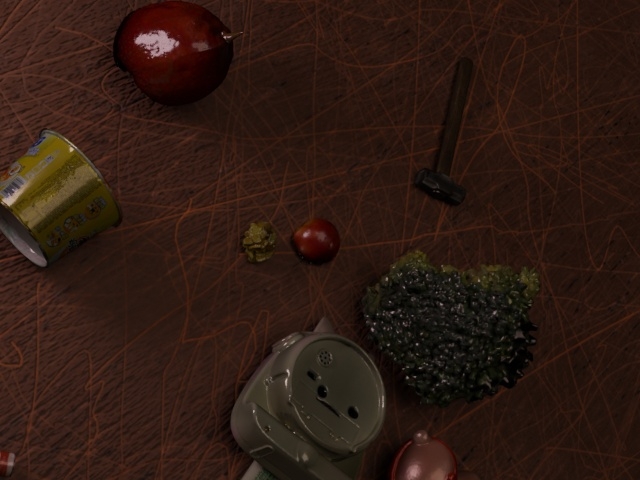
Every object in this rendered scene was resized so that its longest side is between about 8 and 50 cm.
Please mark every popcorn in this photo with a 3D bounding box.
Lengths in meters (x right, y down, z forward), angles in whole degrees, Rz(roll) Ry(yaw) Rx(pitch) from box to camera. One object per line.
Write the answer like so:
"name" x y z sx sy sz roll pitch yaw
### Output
"popcorn" -0.112 0.003 1.925 0.060 0.068 0.083 11 93 17

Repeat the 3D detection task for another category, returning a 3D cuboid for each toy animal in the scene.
"toy animal" 0.209 0.464 1.916 0.198 0.171 0.171 42 59 -22

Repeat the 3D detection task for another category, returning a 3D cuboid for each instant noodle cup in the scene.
"instant noodle cup" -0.446 -0.062 1.676 0.153 0.205 0.205 -44 99 -26

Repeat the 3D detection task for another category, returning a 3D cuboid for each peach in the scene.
"peach" -0.001 -0.001 1.987 0.098 0.061 0.098 14 61 -28

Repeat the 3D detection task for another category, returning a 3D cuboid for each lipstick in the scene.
"lipstick" -0.543 0.339 1.582 0.131 0.038 0.038 15 68 -25

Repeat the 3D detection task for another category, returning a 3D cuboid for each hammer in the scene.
"hammer" 0.295 -0.253 2.249 0.111 0.043 0.365 26 62 -21

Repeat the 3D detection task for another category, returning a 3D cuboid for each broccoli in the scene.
"broccoli" 0.254 0.162 2.001 0.281 0.348 0.293 -40 141 -62

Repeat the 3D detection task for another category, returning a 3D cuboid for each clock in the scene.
"clock" 0.002 0.289 1.853 0.265 0.108 0.324 39 51 -14

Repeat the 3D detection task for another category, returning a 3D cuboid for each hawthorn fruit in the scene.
"hawthorn fruit" -0.243 -0.349 1.848 0.189 0.251 0.189 -10 90 -70

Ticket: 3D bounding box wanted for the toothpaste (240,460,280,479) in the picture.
"toothpaste" -0.119 0.440 1.794 0.314 0.056 0.058 -49 142 -35
